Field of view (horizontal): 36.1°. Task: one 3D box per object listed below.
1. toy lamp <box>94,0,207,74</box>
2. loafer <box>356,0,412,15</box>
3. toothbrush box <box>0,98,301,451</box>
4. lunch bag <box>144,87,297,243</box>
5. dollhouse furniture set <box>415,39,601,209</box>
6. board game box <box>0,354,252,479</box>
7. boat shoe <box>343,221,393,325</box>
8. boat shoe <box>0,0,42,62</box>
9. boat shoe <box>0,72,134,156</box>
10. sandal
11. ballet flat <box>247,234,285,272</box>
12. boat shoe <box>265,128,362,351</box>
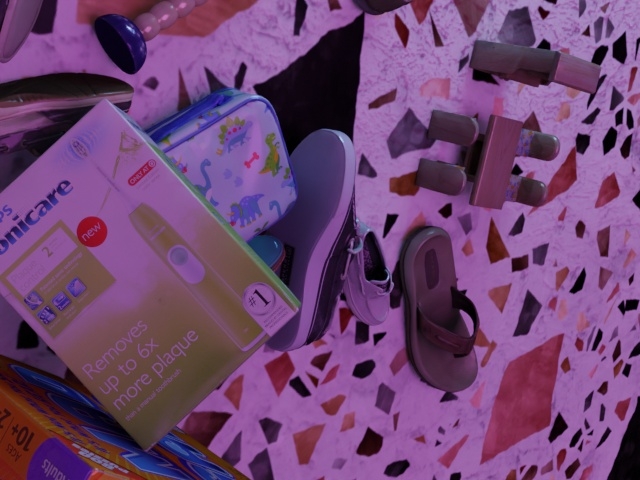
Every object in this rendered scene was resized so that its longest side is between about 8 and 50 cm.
[{"bbox_3d":[-0.126,-0.290,1.107,0.274,0.080,0.080,-39,127,-24],"label":"toy lamp"},{"bbox_3d":[0.130,-0.410,1.285,0.094,0.087,0.251,19,92,-44],"label":"loafer"},{"bbox_3d":[-0.187,0.034,0.998,0.206,0.122,0.283,-42,88,-1],"label":"toothbrush box"},{"bbox_3d":[-0.138,-0.071,1.161,0.219,0.090,0.176,-37,126,-26],"label":"lunch bag"},{"bbox_3d":[0.293,-0.162,1.468,0.212,0.161,0.242,5,101,-43],"label":"dollhouse furniture set"},{"bbox_3d":[-0.269,0.361,1.008,0.356,0.356,0.357,34,81,-44],"label":"board game box"},{"bbox_3d":[0.074,0.051,1.412,0.066,0.063,0.184,-30,123,-31],"label":"boat shoe"},{"bbox_3d":[-0.307,-0.281,0.972,0.064,0.075,0.206,17,101,-1],"label":"boat shoe"},{"bbox_3d":[-0.299,-0.123,1.013,0.223,0.080,0.074,-16,123,-35],"label":"boat shoe"},{"bbox_3d":[0.194,0.121,1.529,0.120,0.086,0.303,-35,125,-28],"label":"sandal"},{"bbox_3d":[-0.133,0.060,1.241,0.206,0.073,0.067,-28,149,-29],"label":"ballet flat"},{"bbox_3d":[0.003,0.002,1.301,0.105,0.113,0.307,-7,112,-47],"label":"boat shoe"}]
